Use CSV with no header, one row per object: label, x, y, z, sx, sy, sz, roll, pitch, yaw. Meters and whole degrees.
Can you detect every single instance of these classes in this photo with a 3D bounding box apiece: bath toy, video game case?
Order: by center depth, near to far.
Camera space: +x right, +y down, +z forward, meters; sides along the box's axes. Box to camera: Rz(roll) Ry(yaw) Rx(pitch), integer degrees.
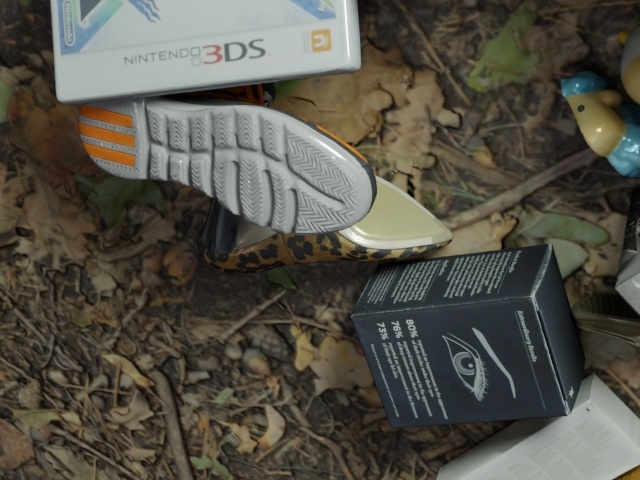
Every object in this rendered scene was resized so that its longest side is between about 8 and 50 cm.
bath toy,0.375,-0.199,1.213,0.348,0.151,0.129,-41,66,33
video game case,-0.117,-0.302,1.270,0.300,0.036,0.329,-4,88,21

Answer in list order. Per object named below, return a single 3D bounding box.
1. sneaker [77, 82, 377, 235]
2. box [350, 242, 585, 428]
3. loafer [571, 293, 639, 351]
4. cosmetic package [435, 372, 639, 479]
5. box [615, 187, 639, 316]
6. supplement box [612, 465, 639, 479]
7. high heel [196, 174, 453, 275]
sneaker,-0.064,-0.114,1.364,0.321,0.180,0.125,20,123,23
box,0.158,0.103,1.467,0.207,0.108,0.153,-7,118,24
loafer,0.333,0.093,1.439,0.148,0.056,0.050,9,116,13
cosmetic package,0.245,0.250,1.561,0.099,0.060,0.239,44,123,-13
box,0.382,-0.040,1.266,0.231,0.183,0.056,-36,104,33
supplement box,0.343,0.295,1.546,0.233,0.080,0.078,-36,102,34
high heel,0.000,0.000,1.503,0.261,0.093,0.186,11,151,-6
